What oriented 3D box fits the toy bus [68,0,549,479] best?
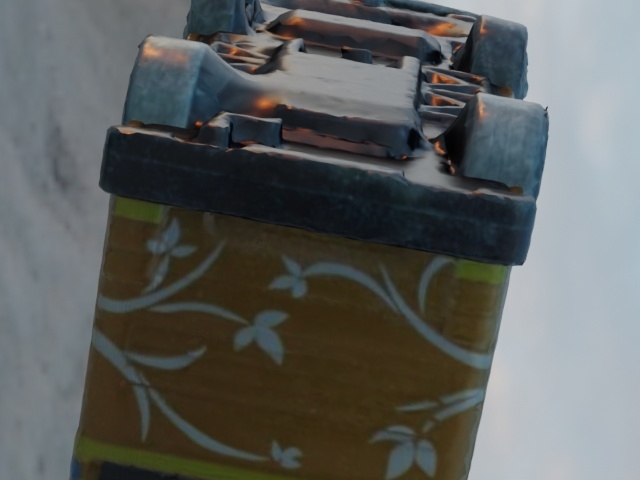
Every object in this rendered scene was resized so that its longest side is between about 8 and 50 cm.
[{"bbox_3d":[0.000,0.000,0.828,0.323,0.162,0.194,-76,176,-72],"label":"toy bus"}]
